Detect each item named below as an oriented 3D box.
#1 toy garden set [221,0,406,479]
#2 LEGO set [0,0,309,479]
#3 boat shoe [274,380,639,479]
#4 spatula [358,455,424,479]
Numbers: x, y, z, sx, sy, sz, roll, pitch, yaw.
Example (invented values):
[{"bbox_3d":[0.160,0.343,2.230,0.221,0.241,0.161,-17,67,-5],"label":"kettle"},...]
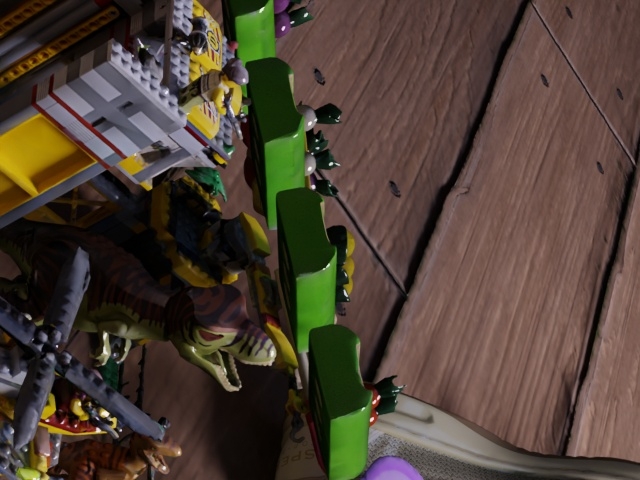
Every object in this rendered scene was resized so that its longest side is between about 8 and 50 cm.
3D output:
[{"bbox_3d":[0.000,0.000,0.972,0.204,0.049,0.244,90,-13,-68],"label":"toy garden set"},{"bbox_3d":[-0.076,0.024,0.828,0.255,0.192,0.331,47,30,-30],"label":"LEGO set"},{"bbox_3d":[0.115,0.171,1.054,0.302,0.109,0.098,21,51,-11],"label":"boat shoe"},{"bbox_3d":[0.013,0.182,0.850,0.084,0.030,0.296,62,20,-9],"label":"spatula"}]
